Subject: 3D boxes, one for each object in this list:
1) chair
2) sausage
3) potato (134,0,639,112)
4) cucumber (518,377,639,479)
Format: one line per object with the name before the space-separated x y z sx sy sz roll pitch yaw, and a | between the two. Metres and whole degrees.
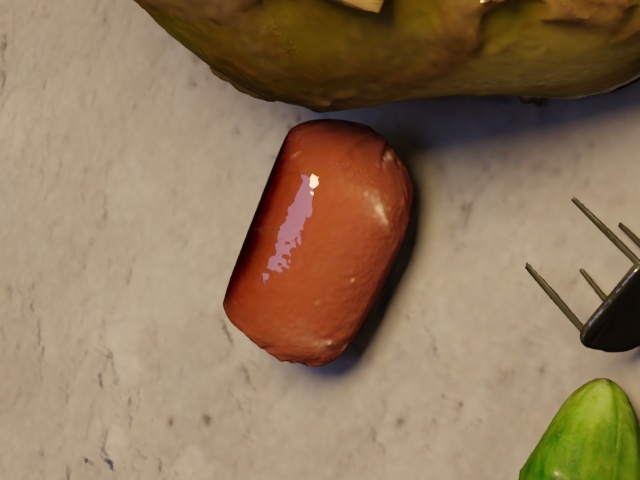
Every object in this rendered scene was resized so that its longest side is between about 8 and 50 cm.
chair | 0.108 0.025 0.511 0.086 0.042 0.037 48 115 33
sausage | 0.000 0.000 0.590 0.054 0.059 0.094 21 97 -6
potato | -0.013 -0.159 0.492 0.246 0.196 0.300 -38 83 40
cucumber | 0.072 0.168 0.506 0.056 0.056 0.250 2 82 38
